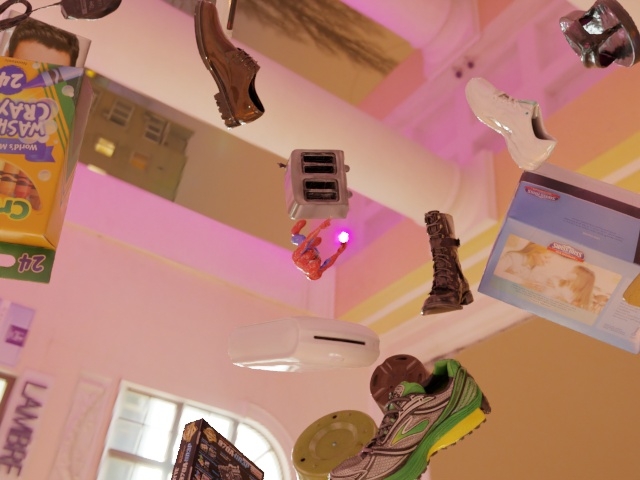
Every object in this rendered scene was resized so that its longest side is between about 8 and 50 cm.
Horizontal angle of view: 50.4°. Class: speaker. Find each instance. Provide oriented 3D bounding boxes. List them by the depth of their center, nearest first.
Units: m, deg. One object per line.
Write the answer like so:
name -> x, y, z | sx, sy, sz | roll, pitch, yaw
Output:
speaker -> -0.246, -0.594, 1.761 | 0.055, 0.055, 0.136 | -113, -146, -58

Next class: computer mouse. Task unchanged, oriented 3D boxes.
computer mouse -> -0.452, -0.392, 1.163 | 0.041, 0.242, 0.071 | 69, 10, -76

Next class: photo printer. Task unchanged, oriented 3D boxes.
photo printer -> -0.033, 0.245, 1.588 | 0.307, 0.256, 0.107 | -17, -115, 51

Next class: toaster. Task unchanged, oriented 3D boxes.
toaster -> -0.014, -0.149, 1.797 | 0.110, 0.185, 0.168 | 119, -31, -67

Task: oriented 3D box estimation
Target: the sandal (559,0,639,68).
sandal -> 0.637, -0.465, 1.605 | 0.107, 0.167, 0.446 | -32, -172, 11

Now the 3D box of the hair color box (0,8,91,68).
hair color box -> -0.695, -0.329, 1.608 | 0.113, 0.185, 0.374 | 26, -80, 56

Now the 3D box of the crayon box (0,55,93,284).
crayon box -> -0.474, -0.111, 1.001 | 0.083, 0.203, 0.323 | 113, -16, -72

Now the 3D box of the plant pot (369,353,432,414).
plant pot -> 0.192, 0.337, 1.447 | 0.167, 0.165, 0.167 | -20, -137, 20

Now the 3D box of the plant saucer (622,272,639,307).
plant saucer -> 0.642, 0.023, 0.920 | 0.333, 0.332, 0.081 | 15, -56, 48

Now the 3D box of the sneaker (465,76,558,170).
sneaker -> 0.356, -0.235, 1.249 | 0.212, 0.080, 0.094 | 54, -33, 15

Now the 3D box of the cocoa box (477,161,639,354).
cocoa box -> 0.538, 0.027, 1.396 | 0.231, 0.347, 0.228 | 98, 19, -45

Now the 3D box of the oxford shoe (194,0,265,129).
oxford shoe -> -0.155, -0.320, 1.209 | 0.096, 0.227, 0.083 | -13, -155, 16

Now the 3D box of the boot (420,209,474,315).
boot -> 0.269, 0.045, 1.544 | 0.091, 0.263, 0.229 | -13, -92, 25

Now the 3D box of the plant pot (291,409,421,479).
plant pot -> 0.097, 0.655, 1.803 | 0.366, 0.353, 0.366 | -20, -158, 8

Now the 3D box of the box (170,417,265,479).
box -> -0.200, 0.485, 1.340 | 0.051, 0.220, 0.175 | -25, -147, 22

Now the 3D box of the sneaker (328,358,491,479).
sneaker -> 0.147, 0.345, 1.262 | 0.343, 0.146, 0.134 | -34, -169, -20

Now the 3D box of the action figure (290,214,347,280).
action figure -> 0.000, 0.000, 1.499 | 0.139, 0.091, 0.280 | -41, -166, 11
